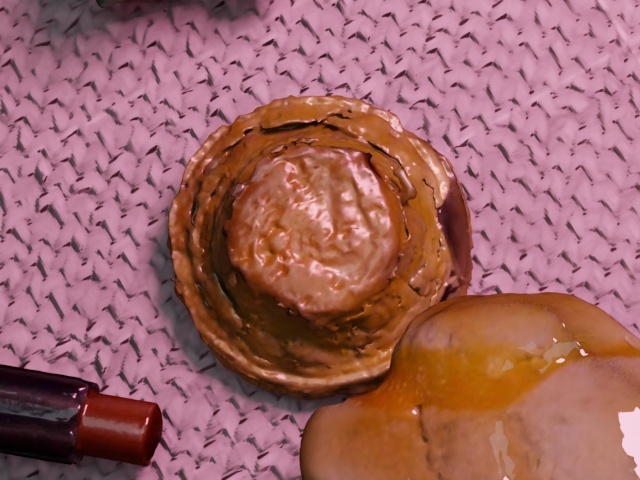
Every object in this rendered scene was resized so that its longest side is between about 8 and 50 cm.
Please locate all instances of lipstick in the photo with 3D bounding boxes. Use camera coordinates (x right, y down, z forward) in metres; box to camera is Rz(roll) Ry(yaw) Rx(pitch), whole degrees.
[{"bbox_3d":[-0.266,0.121,1.289,0.299,0.081,0.081,11,77,5],"label":"lipstick"}]

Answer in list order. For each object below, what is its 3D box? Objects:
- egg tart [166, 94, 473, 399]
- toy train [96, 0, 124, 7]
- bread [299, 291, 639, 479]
[{"bbox_3d":[0.000,0.000,1.298,0.241,0.106,0.241,0,81,1],"label":"egg tart"},{"bbox_3d":[-0.105,-0.319,1.335,0.201,0.145,0.266,-13,80,-17],"label":"toy train"},{"bbox_3d":[0.142,0.207,1.191,0.300,0.210,0.341,-18,69,21],"label":"bread"}]
